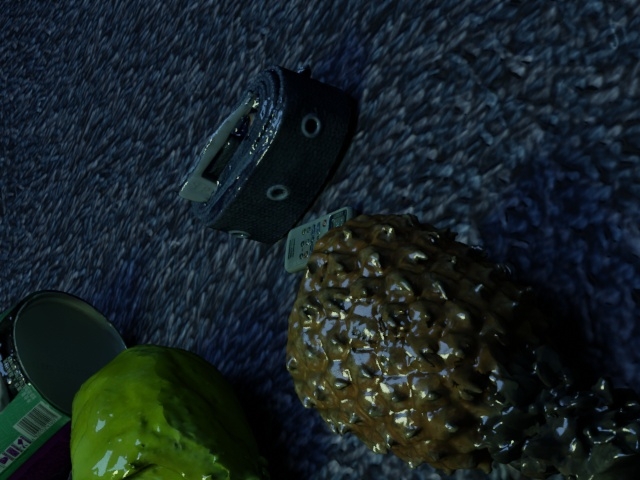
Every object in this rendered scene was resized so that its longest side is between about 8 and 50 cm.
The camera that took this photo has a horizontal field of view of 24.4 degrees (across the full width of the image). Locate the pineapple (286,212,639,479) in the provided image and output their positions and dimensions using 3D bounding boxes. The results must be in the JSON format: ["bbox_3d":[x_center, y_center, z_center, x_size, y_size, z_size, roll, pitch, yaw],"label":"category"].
[{"bbox_3d":[0.134,0.110,1.168,0.362,0.202,0.202,25,96,42],"label":"pineapple"}]

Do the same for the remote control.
[{"bbox_3d":[0.000,0.000,1.590,0.124,0.018,0.053,-20,57,54],"label":"remote control"}]

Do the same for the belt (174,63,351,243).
[{"bbox_3d":[-0.070,-0.096,1.650,0.218,0.128,0.122,-52,35,32],"label":"belt"}]

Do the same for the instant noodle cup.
[{"bbox_3d":[-0.367,0.192,1.894,0.190,0.251,0.251,-38,42,31],"label":"instant noodle cup"}]

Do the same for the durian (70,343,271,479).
[{"bbox_3d":[-0.182,0.230,1.584,0.340,0.204,0.256,-115,40,-52],"label":"durian"}]
